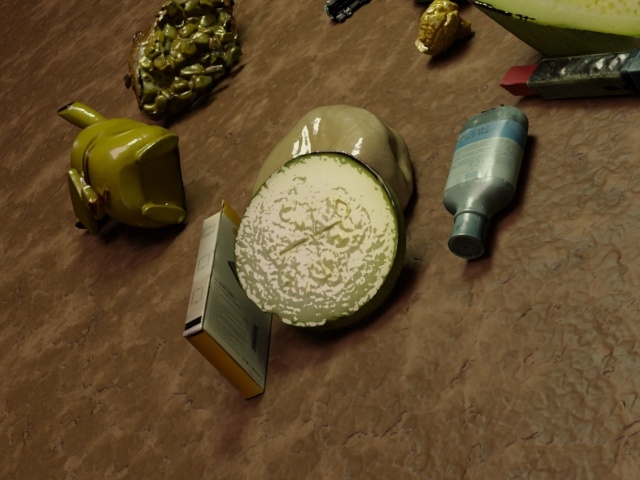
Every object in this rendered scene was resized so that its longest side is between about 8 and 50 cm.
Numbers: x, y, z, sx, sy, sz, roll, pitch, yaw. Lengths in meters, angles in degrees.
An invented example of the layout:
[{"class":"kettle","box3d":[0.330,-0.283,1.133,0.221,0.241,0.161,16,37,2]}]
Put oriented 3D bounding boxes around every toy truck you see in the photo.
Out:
[{"class":"toy truck","box3d":[0.044,-0.402,2.024,0.083,0.039,0.044,-37,17,11]}]

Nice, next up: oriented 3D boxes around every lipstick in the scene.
[{"class":"lipstick","box3d":[0.336,-0.195,1.413,0.312,0.051,0.051,5,56,54]}]

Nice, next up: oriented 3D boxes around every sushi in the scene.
[{"class":"sushi","box3d":[-0.241,-0.351,2.184,0.296,0.167,0.179,-45,9,-21]}]

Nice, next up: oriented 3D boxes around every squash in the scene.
[{"class":"squash","box3d":[0.299,-0.303,1.494,0.204,0.155,0.237,-33,30,20]},{"class":"squash","box3d":[0.002,0.001,1.449,0.219,0.041,0.219,-6,75,23]}]

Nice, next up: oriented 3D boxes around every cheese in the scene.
[{"class":"cheese","box3d":[0.019,-0.079,1.565,0.218,0.117,0.235,-3,52,45]}]

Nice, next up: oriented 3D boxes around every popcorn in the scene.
[{"class":"popcorn","box3d":[0.180,-0.300,1.718,0.084,0.084,0.084,-29,33,21]}]

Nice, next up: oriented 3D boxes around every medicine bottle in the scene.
[{"class":"medicine bottle","box3d":[0.189,-0.070,1.416,0.090,0.053,0.208,-15,41,36]}]

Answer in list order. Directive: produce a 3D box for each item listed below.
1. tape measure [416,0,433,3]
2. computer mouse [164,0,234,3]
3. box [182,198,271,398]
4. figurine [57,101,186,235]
[{"class":"tape measure","box3d":[0.191,-0.419,1.825,0.177,0.087,0.154,-25,22,24]},{"class":"computer mouse","box3d":[-0.258,-0.471,2.425,0.126,0.071,0.231,-44,31,-3]},{"class":"box","box3d":[-0.108,0.070,1.510,0.033,0.129,0.247,-27,33,23]},{"class":"figurine","box3d":[-0.324,-0.105,1.954,0.169,0.218,0.327,-6,14,-20]}]
